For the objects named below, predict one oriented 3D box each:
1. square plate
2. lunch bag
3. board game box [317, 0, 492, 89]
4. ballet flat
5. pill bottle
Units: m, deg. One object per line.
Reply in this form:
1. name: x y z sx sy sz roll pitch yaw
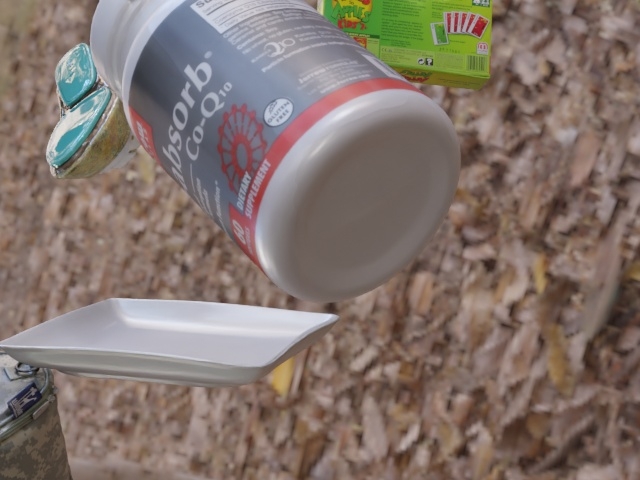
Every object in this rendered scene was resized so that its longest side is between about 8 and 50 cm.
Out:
1. square plate: -0.184 0.131 1.776 0.344 0.347 0.049 -26 -62 -72
2. lunch bag: -0.456 0.300 1.812 0.212 0.256 0.305 51 153 44
3. board game box: 0.087 -0.217 1.446 0.043 0.181 0.092 128 146 -74
4. ballet flat: -0.296 -0.159 1.855 0.123 0.123 0.348 -62 22 23
5. pill bottle: -0.056 -0.121 1.280 0.363 0.210 0.210 43 116 40
